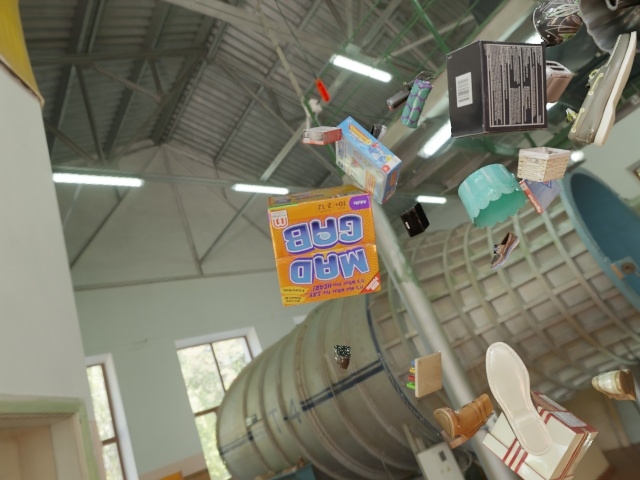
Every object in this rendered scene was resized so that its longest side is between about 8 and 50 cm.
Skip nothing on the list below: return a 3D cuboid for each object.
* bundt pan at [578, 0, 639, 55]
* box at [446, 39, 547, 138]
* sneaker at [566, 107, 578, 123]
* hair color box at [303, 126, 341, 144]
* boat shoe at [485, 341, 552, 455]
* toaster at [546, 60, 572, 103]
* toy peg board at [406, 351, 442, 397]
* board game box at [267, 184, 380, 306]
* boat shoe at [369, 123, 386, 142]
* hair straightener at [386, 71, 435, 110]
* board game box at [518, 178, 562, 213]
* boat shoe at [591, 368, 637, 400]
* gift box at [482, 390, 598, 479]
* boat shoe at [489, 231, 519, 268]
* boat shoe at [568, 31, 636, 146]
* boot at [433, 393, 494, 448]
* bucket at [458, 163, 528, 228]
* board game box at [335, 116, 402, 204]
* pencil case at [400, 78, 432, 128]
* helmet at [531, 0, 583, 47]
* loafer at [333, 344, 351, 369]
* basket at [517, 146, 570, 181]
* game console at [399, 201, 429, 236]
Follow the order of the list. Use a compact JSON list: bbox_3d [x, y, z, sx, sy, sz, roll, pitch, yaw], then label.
[{"bbox_3d":[0.845,-0.674,1.212,0.124,0.330,0.331,-24,-21,7],"label":"bundt pan"},{"bbox_3d":[0.613,-0.516,1.562,0.294,0.296,0.183,-8,8,-22],"label":"box"},{"bbox_3d":[0.821,-0.408,1.477,0.035,0.031,0.083,-56,6,32],"label":"sneaker"},{"bbox_3d":[0.009,-0.416,1.773,0.093,0.053,0.167,11,21,25],"label":"hair color box"},{"bbox_3d":[0.572,0.458,1.328,0.117,0.324,0.097,-23,-11,5],"label":"boat shoe"},{"bbox_3d":[0.954,-0.673,1.913,0.227,0.129,0.146,-9,-39,-29],"label":"toaster"},{"bbox_3d":[0.440,0.567,1.932,0.161,0.160,0.079,-4,2,-38],"label":"toy peg board"},{"bbox_3d":[0.000,0.000,1.715,0.357,0.356,0.356,-9,13,-4],"label":"board game box"},{"bbox_3d":[0.228,-0.456,2.140,0.076,0.080,0.228,18,-50,-19],"label":"boat shoe"},{"bbox_3d":[0.387,-0.651,1.932,0.230,0.047,0.089,-30,-22,13],"label":"hair straightener"},{"bbox_3d":[0.902,-0.219,1.834,0.281,0.145,0.027,-31,-1,-43],"label":"board game box"},{"bbox_3d":[1.030,0.499,1.565,0.089,0.104,0.285,-17,-32,39],"label":"boat shoe"},{"bbox_3d":[0.747,0.684,1.508,0.276,0.255,0.258,22,-81,-36],"label":"gift box"},{"bbox_3d":[0.783,0.041,1.947,0.183,0.066,0.066,-51,12,-10],"label":"boat shoe"},{"bbox_3d":[0.757,-0.407,1.202,0.109,0.091,0.304,10,-82,-54],"label":"boat shoe"},{"bbox_3d":[0.548,0.650,1.671,0.220,0.109,0.283,-33,-53,-9],"label":"boot"},{"bbox_3d":[0.787,-0.205,2.067,0.281,0.183,0.281,-16,-29,-9],"label":"bucket"},{"bbox_3d":[0.199,-0.338,1.953,0.086,0.302,0.308,-42,-15,-11],"label":"board game box"},{"bbox_3d":[0.322,-0.460,1.513,0.070,0.064,0.151,-26,-38,-48],"label":"pencil case"},{"bbox_3d":[0.819,-0.762,1.558,0.169,0.169,0.161,-27,-4,10],"label":"helmet"},{"bbox_3d":[0.095,0.527,2.031,0.080,0.078,0.220,5,0,4],"label":"loafer"},{"bbox_3d":[0.805,-0.277,1.628,0.167,0.113,0.103,-12,-65,-35],"label":"basket"},{"bbox_3d":[0.423,-0.093,2.013,0.107,0.122,0.071,-26,13,11],"label":"game console"}]
